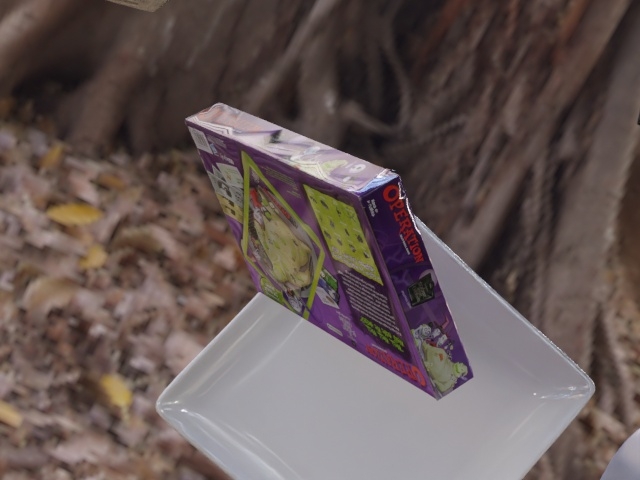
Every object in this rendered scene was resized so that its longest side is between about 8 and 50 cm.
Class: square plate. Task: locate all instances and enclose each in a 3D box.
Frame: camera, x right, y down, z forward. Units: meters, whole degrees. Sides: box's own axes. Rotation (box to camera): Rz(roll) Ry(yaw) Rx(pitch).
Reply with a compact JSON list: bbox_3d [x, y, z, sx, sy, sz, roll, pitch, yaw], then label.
[{"bbox_3d":[0.061,0.166,1.762,0.344,0.347,0.049,43,-17,-1],"label":"square plate"}]

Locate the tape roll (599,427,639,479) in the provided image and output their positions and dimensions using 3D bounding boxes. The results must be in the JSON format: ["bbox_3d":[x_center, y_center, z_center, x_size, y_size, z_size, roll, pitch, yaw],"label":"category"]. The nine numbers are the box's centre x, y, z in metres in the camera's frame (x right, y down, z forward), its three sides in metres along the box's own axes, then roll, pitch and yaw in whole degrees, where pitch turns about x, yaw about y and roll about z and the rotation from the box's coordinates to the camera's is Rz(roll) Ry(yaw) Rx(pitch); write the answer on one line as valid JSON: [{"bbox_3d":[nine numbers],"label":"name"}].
[{"bbox_3d":[0.350,0.253,1.489,0.219,0.219,0.072,17,12,-26],"label":"tape roll"}]

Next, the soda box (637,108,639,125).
[{"bbox_3d":[0.370,-0.108,1.509,0.169,0.060,0.053,18,-11,-27],"label":"soda box"}]

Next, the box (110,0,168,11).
[{"bbox_3d":[-0.075,-0.232,0.933,0.113,0.275,0.094,13,66,-32],"label":"box"}]

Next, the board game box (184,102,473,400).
[{"bbox_3d":[0.000,0.000,1.517,0.056,0.208,0.347,-27,26,-20],"label":"board game box"}]
